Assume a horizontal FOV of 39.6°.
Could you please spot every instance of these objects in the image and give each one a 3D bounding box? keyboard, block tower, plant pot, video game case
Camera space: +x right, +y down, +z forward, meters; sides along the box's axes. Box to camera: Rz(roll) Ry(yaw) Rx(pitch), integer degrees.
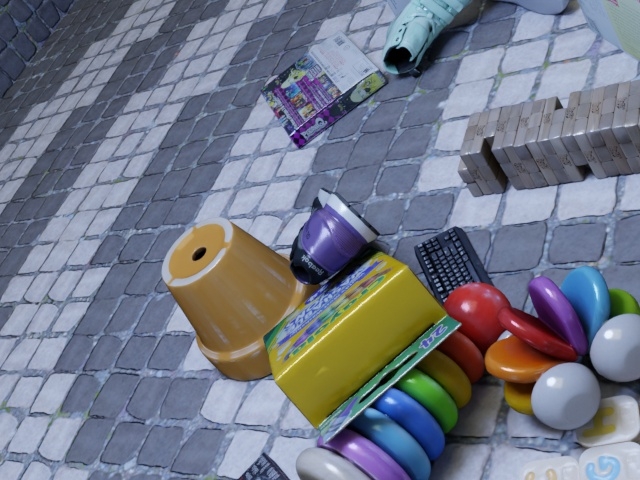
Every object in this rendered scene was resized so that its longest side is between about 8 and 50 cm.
[{"bbox_3d":[0.171,0.055,1.216,0.108,0.023,0.180,-32,36,11],"label":"keyboard"},{"bbox_3d":[0.349,-0.141,1.212,0.335,0.091,0.097,-9,46,36],"label":"block tower"},{"bbox_3d":[-0.128,0.072,1.320,0.205,0.188,0.205,-24,38,20],"label":"plant pot"},{"bbox_3d":[-0.001,-0.300,1.731,0.210,0.042,0.232,-36,36,4],"label":"video game case"}]

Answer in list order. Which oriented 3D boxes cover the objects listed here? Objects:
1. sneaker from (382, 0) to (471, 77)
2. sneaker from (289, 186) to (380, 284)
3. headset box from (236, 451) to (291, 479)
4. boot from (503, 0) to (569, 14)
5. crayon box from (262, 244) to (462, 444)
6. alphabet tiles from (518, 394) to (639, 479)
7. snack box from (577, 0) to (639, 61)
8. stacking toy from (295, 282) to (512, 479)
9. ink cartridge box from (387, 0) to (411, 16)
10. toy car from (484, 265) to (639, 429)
[{"bbox_3d":[0.202,-0.393,1.565,0.256,0.094,0.151,-44,21,45],"label":"sneaker"},{"bbox_3d":[0.000,0.000,1.272,0.124,0.107,0.283,-47,-1,1],"label":"sneaker"},{"bbox_3d":[-0.067,0.320,1.132,0.062,0.032,0.083,-46,37,-8],"label":"headset box"},{"bbox_3d":[0.369,-0.478,1.549,0.123,0.095,0.258,-48,35,-1],"label":"boot"},{"bbox_3d":[0.036,0.112,1.105,0.203,0.083,0.323,-41,8,-2],"label":"crayon box"},{"bbox_3d":[0.322,0.269,0.856,0.277,0.021,0.284,-17,42,28],"label":"alphabet tiles"},{"bbox_3d":[0.449,-0.330,1.244,0.060,0.187,0.322,-35,36,6],"label":"snack box"},{"bbox_3d":[0.123,0.184,1.049,0.141,0.141,0.330,15,55,48],"label":"stacking toy"},{"bbox_3d":[0.196,-0.539,1.743,0.176,0.127,0.128,-28,37,14],"label":"ink cartridge box"},{"bbox_3d":[0.260,0.102,0.972,0.182,0.136,0.159,-39,22,0],"label":"toy car"}]
